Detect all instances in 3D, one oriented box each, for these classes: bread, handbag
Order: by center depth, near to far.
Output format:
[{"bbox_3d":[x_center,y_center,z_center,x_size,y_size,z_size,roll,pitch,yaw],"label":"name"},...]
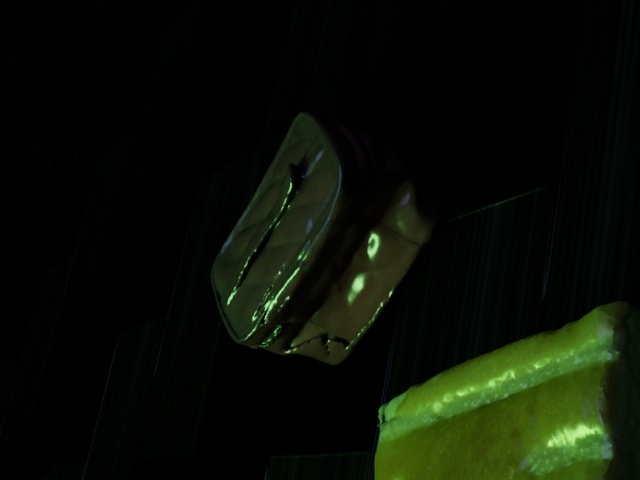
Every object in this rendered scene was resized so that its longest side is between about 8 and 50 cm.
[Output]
[{"bbox_3d":[0.124,0.185,0.662,0.246,0.111,0.239,-32,44,54],"label":"bread"},{"bbox_3d":[0.000,0.000,1.025,0.225,0.135,0.146,-56,33,26],"label":"handbag"}]
